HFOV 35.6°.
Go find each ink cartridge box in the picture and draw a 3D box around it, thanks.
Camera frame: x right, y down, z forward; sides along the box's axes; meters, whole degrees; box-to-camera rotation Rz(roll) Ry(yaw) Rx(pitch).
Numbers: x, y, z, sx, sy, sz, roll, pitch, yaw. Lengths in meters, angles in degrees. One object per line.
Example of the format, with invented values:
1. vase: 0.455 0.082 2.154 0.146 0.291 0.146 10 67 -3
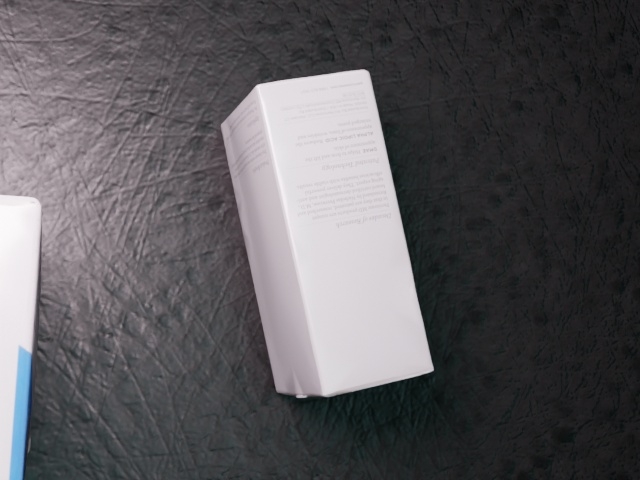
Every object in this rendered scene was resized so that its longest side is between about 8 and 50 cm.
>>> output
1. ink cartridge box: -0.382 0.120 1.041 0.166 0.395 0.286 4 82 -15

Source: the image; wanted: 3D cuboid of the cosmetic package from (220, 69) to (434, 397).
1. cosmetic package: 0.000 0.000 1.275 0.156 0.217 0.385 -12 89 -19
